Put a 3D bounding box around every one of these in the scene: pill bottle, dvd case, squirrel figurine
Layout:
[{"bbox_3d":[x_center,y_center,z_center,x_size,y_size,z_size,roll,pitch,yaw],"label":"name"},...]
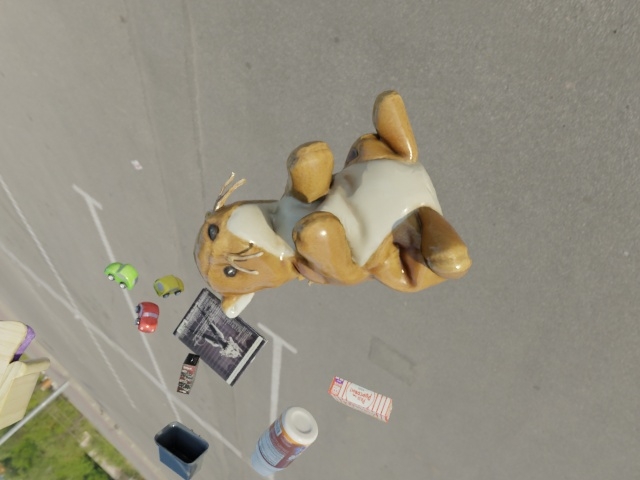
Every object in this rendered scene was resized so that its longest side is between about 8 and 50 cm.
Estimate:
[{"bbox_3d":[-0.113,0.597,1.490,0.121,0.121,0.216,40,116,5],"label":"pill bottle"},{"bbox_3d":[-0.268,0.254,1.333,0.221,0.018,0.164,38,104,11],"label":"dvd case"},{"bbox_3d":[0.000,0.000,0.825,0.397,0.371,0.280,51,-160,-76],"label":"squirrel figurine"}]

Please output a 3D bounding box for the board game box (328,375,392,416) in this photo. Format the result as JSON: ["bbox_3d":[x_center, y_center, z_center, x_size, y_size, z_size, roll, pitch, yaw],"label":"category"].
[{"bbox_3d":[0.104,0.399,1.264,0.147,0.045,0.193,18,160,16],"label":"board game box"}]

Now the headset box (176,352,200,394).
[{"bbox_3d":[-0.315,0.315,1.211,0.032,0.083,0.062,15,-169,-5],"label":"headset box"}]

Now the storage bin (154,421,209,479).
[{"bbox_3d":[-0.364,0.558,1.333,0.135,0.098,0.091,24,121,23],"label":"storage bin"}]

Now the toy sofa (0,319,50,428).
[{"bbox_3d":[-0.670,0.186,0.855,0.363,0.177,0.150,17,165,-10],"label":"toy sofa"}]

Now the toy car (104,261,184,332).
[{"bbox_3d":[-0.531,0.134,1.494,0.225,0.239,0.053,37,124,-9],"label":"toy car"}]
